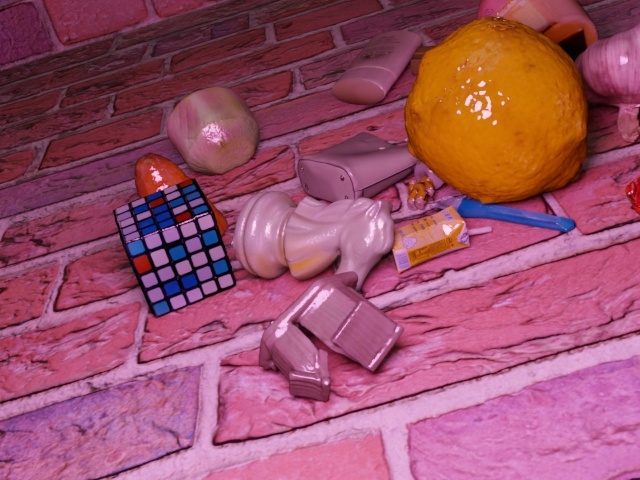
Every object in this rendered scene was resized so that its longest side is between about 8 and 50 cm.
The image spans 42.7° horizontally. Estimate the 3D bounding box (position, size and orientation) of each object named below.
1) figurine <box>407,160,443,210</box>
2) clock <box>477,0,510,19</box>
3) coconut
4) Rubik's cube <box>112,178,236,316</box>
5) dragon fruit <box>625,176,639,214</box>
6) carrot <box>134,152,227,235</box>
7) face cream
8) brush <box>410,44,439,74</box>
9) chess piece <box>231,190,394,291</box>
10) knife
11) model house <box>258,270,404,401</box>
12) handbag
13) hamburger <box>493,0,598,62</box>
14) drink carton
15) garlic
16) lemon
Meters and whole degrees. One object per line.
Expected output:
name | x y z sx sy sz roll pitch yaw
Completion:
figurine | 0.218 -0.123 1.713 0.143 0.068 0.101 -47 31 -13
clock | 0.510 -0.569 2.083 0.227 0.241 0.142 5 40 24
coconut | -0.279 -0.282 2.086 0.236 0.236 0.205 13 2 41
Rubik's cube | -0.291 0.012 1.639 0.184 0.187 0.182 -21 30 -10
dragon fruit | 0.610 -0.096 1.462 0.126 0.068 0.112 -20 32 0
carrot | -0.323 -0.095 1.789 0.159 0.225 0.159 -21 24 10
face cream | 0.157 -0.484 2.291 0.174 0.081 0.348 1 35 28
brush | 0.370 -0.498 2.242 0.233 0.047 0.103 2 37 21
chess piece | 0.000 0.000 1.530 0.298 0.175 0.176 6 38 31
knife | 0.344 -0.050 1.567 0.297 0.026 0.044 14 46 38
model house | 0.021 0.156 1.324 0.229 0.122 0.188 -43 50 -13
handbag | 0.118 -0.192 1.835 0.315 0.109 0.241 -33 35 -30
hamburger | 0.477 -0.429 1.849 0.302 0.302 0.170 -24 50 -10
drink carton | 0.221 -0.010 1.520 0.200 0.074 0.084 -22 32 -4
garlic | 0.650 -0.314 1.707 0.245 0.245 0.253 -3 70 23
lemon | 0.345 -0.239 1.572 0.350 0.387 0.350 -54 11 16
